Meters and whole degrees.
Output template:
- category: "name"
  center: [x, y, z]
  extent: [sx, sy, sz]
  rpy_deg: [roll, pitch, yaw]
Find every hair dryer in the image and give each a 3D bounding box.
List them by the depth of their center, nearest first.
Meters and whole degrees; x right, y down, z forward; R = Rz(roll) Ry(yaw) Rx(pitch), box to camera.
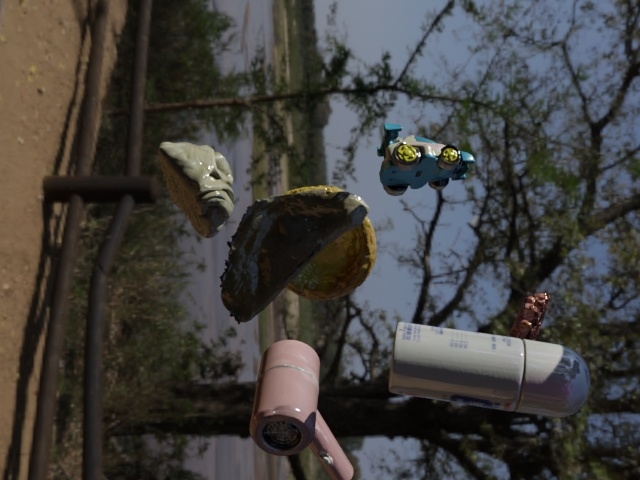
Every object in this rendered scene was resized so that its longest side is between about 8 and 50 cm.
- category: "hair dryer"
  center: [-0.015, 0.395, 1.418]
  extent: [0.352, 0.125, 0.210]
  rpy_deg: [60, 17, -25]

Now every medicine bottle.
- category: "medicine bottle"
  center: [0.296, 0.229, 1.232]
  extent: [0.130, 0.340, 0.130]
  rpy_deg: [6, 90, -82]

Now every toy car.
- category: "toy car"
  center: [0.179, -0.150, 1.227]
  extent: [0.126, 0.161, 0.098]
  rpy_deg: [96, -14, -70]

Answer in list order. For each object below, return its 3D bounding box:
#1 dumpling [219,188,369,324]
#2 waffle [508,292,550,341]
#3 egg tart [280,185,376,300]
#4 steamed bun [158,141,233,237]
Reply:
- category: "dumpling"
  center: [-0.076, -0.003, 1.326]
  extent: [0.166, 0.332, 0.086]
  rpy_deg: [50, 3, 0]
- category: "waffle"
  center: [0.433, 0.212, 1.503]
  extent: [0.234, 0.055, 0.221]
  rpy_deg: [-11, 121, -61]
- category: "egg tart"
  center: [0.000, 0.000, 1.686]
  extent: [0.123, 0.294, 0.294]
  rpy_deg: [-66, 155, -73]
- category: "steamed bun"
  center: [-0.271, -0.135, 1.627]
  extent: [0.218, 0.144, 0.211]
  rpy_deg: [47, -24, 21]
